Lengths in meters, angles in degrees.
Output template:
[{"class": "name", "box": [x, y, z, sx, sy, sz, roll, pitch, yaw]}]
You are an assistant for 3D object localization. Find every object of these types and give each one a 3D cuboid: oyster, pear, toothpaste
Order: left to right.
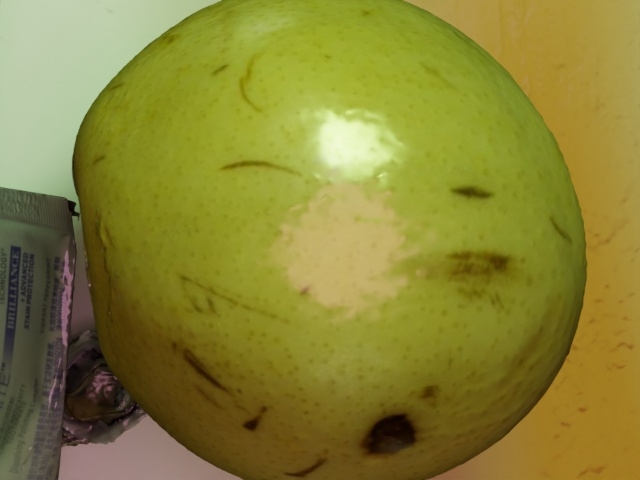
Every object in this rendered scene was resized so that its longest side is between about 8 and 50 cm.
[{"class": "toothpaste", "box": [-0.216, 0.104, 1.335, 0.099, 0.068, 0.282, 5, 98, 11]}, {"class": "oyster", "box": [-0.153, 0.108, 1.376, 0.100, 0.037, 0.098, 3, 94, 1]}, {"class": "pear", "box": [0.000, 0.000, 1.257, 0.348, 0.348, 0.348, -2, 97, -14]}]
